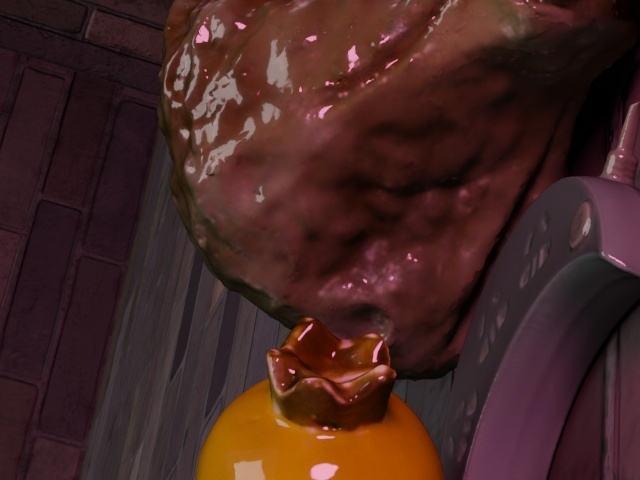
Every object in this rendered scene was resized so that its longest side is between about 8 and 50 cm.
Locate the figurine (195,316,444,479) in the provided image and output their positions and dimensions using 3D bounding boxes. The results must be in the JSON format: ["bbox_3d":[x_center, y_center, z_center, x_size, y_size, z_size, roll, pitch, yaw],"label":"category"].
[{"bbox_3d":[0.004,0.137,0.799,0.185,0.127,0.234,-57,-40,-70],"label":"figurine"}]

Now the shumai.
[{"bbox_3d":[0.050,-0.058,0.855,0.222,0.225,0.261,-3,86,59],"label":"shumai"}]

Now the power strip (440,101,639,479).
[{"bbox_3d":[0.108,0.040,0.786,0.137,0.044,0.216,-93,21,-62],"label":"power strip"}]

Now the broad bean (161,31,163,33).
[{"bbox_3d":[0.000,0.000,1.034,0.049,0.292,0.144,-35,39,-1],"label":"broad bean"}]
